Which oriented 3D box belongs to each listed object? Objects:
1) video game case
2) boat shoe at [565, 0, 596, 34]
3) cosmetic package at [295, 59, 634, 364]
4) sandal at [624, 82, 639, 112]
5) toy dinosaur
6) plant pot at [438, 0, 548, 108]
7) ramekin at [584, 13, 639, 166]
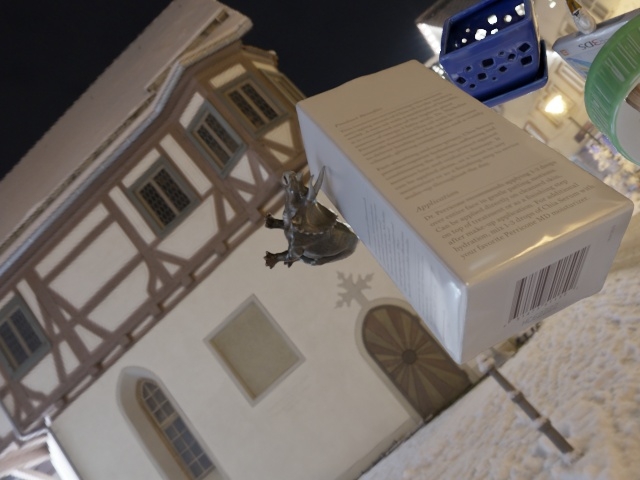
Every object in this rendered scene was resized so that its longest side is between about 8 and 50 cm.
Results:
[{"bbox_3d":[0.731,-0.373,1.114,0.036,0.329,0.300,-55,14,1],"label":"video game case"},{"bbox_3d":[0.561,-0.490,1.074,0.035,0.100,0.035,-12,-14,-41],"label":"boat shoe"},{"bbox_3d":[0.161,-0.078,0.717,0.229,0.453,0.162,-23,-44,-11],"label":"cosmetic package"},{"bbox_3d":[0.458,-0.181,0.604,0.239,0.088,0.079,-8,-39,-41],"label":"sandal"},{"bbox_3d":[0.000,0.000,0.892,0.160,0.121,0.313,-8,-27,30],"label":"toy dinosaur"},{"bbox_3d":[0.468,-0.496,1.308,0.235,0.212,0.236,-17,40,35],"label":"plant pot"},{"bbox_3d":[0.678,-0.278,0.932,0.303,0.303,0.148,-53,14,40],"label":"ramekin"}]
